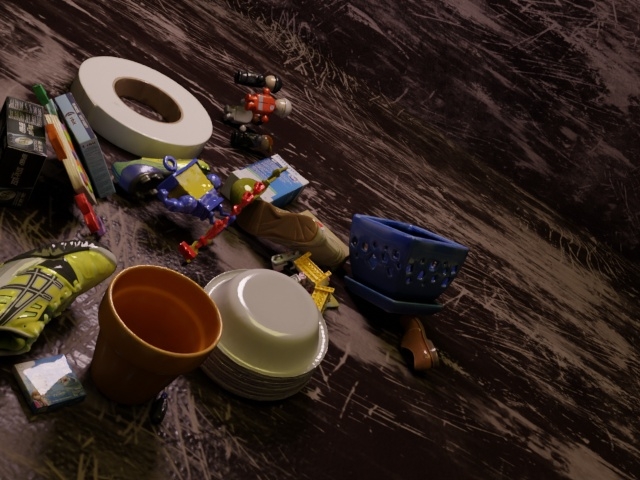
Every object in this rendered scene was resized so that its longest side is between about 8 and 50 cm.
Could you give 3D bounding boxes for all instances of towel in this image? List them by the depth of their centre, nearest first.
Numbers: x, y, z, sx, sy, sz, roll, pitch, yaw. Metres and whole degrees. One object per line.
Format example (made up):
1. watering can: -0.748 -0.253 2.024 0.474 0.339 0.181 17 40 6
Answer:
1. towel: 0.007 0.149 1.788 0.083 0.009 0.060 -1 47 -47

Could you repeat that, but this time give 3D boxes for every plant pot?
1. plant pot: -0.302 0.179 1.222 0.205 0.188 0.205 27 30 -17
2. plant pot: 0.212 0.071 1.871 0.236 0.212 0.236 8 12 -41

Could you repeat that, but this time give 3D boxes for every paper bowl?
1. paper bowl: -0.117 0.172 1.442 0.284 0.148 0.284 20 37 -16

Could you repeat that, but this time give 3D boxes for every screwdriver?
1. screwdriver: -0.281 0.273 1.290 0.025 0.024 0.170 59 15 -21

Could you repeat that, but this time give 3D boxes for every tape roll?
1. tape roll: -0.485 -0.361 1.935 0.392 0.072 0.392 27 31 -17

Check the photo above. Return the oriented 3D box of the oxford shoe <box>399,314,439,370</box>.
1. oxford shoe: 0.236 0.257 1.826 0.076 0.076 0.212 -15 31 -5

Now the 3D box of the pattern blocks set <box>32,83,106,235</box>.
1. pattern blocks set: -0.514 -0.163 1.463 0.285 0.026 0.325 172 -105 -78

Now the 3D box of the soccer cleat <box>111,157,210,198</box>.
1. soccer cleat: -0.388 -0.174 1.749 0.121 0.093 0.289 40 28 19

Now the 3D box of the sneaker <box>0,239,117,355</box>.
1. sneaker: -0.499 0.113 1.182 0.384 0.145 0.147 -26 73 -47

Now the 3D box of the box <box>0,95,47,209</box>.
1. box: -0.623 -0.179 1.440 0.077 0.147 0.180 14 36 -35

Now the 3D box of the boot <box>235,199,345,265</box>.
1. boot: -0.077 -0.015 1.839 0.262 0.095 0.203 13 -15 32

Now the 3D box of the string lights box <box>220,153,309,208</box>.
1. string lights box: -0.151 -0.153 1.988 0.133 0.077 0.259 42 29 8

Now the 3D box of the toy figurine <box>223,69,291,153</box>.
1. toy figurine: -0.193 -0.396 2.162 0.148 0.209 0.213 4 41 -27

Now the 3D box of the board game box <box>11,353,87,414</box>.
1. board game box: -0.445 0.234 1.159 0.090 0.020 0.090 -7 50 -52

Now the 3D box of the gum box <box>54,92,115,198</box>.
1. gum box: -0.522 -0.209 1.570 0.041 0.184 0.157 -25 60 -18

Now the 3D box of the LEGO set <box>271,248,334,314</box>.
1. LEGO set: -0.025 0.146 1.692 0.132 0.107 0.287 -16 50 -3

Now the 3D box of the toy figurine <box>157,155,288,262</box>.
1. toy figurine: -0.264 -0.138 1.655 0.217 0.191 0.362 45 38 -5

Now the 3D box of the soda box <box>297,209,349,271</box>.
1. soda box: 0.000 0.000 1.949 0.181 0.058 0.061 43 29 12
